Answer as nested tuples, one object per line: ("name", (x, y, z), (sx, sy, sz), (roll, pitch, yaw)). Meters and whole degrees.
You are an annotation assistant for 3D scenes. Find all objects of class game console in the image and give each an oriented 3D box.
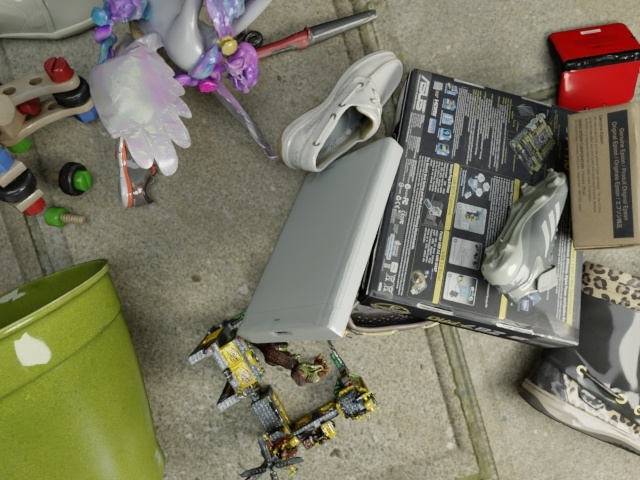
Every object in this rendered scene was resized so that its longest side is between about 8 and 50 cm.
("game console", (0.489, -0.313, 0.828), (0.144, 0.085, 0.124), (-9, 62, -2))

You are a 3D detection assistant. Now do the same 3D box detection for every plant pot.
("plant pot", (-0.415, 0.266, 0.678), (0.367, 0.366, 0.352), (-22, 104, -1))

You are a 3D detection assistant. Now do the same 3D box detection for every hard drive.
("hard drive", (0.000, 0.000, 0.672), (0.040, 0.203, 0.307), (38, 57, -28))

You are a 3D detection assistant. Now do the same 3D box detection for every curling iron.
("curling iron", (-0.034, -0.364, 0.795), (0.274, 0.035, 0.068), (-13, 93, -1))

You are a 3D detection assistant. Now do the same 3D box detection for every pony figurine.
("pony figurine", (-0.196, -0.290, 0.677), (0.351, 0.303, 0.363), (49, 117, 19))

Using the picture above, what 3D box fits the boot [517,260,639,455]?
("boot", (0.572, 0.220, 0.801), (0.378, 0.138, 0.283), (20, 92, 2))

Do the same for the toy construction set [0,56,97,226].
("toy construction set", (-0.513, -0.175, 0.669), (0.238, 0.309, 0.257), (9, 84, 2))

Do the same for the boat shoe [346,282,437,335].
("boat shoe", (0.191, 0.094, 0.795), (0.325, 0.097, 0.116), (-13, 92, -1))

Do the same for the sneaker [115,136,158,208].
("sneaker", (-0.318, -0.135, 0.796), (0.065, 0.061, 0.157), (-3, 94, -29))

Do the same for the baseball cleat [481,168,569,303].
("baseball cleat", (0.307, -0.001, 0.653), (0.109, 0.072, 0.206), (45, 75, -12))

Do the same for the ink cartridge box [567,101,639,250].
("ink cartridge box", (0.453, -0.083, 0.693), (0.088, 0.235, 0.193), (-5, 87, 42))

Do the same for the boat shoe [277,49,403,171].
("boat shoe", (0.058, -0.203, 0.743), (0.096, 0.098, 0.277), (31, 71, 37))

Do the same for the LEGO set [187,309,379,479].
("LEGO set", (-0.056, 0.224, 0.744), (0.255, 0.192, 0.330), (-22, 94, -1))

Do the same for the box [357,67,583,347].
("box", (0.254, -0.057, 0.737), (0.319, 0.097, 0.394), (12, 73, -1))

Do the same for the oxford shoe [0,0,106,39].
("oxford shoe", (-0.519, -0.416, 0.731), (0.450, 0.130, 0.168), (-10, 91, -3))
